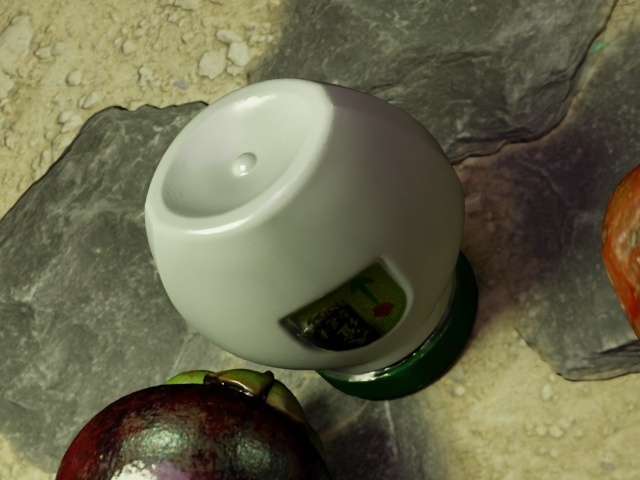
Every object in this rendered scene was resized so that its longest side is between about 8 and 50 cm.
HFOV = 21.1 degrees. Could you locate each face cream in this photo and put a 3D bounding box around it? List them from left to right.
[{"bbox_3d":[0.000,0.000,1.764,0.312,0.357,0.219,-34,51,9],"label":"face cream"}]

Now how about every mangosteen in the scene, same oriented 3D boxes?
[{"bbox_3d":[-0.124,0.261,1.721,0.300,0.300,0.300,-15,56,23],"label":"mangosteen"}]

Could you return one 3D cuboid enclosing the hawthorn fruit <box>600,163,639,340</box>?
[{"bbox_3d":[0.391,0.024,1.600,0.258,0.258,0.262,-14,85,24],"label":"hawthorn fruit"}]
